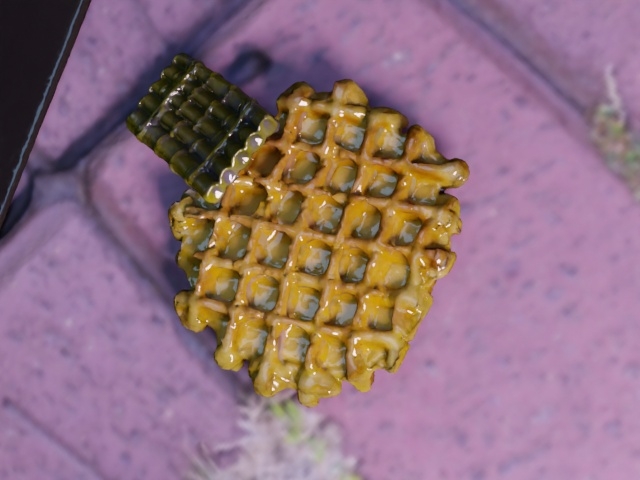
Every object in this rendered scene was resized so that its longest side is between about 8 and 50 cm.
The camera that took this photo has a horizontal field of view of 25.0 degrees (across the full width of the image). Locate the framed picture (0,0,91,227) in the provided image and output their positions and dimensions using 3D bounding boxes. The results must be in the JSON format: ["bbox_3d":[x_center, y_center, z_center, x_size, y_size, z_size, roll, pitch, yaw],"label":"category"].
[{"bbox_3d":[-0.316,-0.046,0.954,0.255,0.014,0.339,18,84,20],"label":"framed picture"}]

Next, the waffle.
[{"bbox_3d":[-0.005,0.000,0.831,0.191,0.038,0.191,-4,77,16],"label":"waffle"}]

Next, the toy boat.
[{"bbox_3d":[-0.072,-0.068,0.853,0.063,0.016,0.115,-52,42,1],"label":"toy boat"}]
